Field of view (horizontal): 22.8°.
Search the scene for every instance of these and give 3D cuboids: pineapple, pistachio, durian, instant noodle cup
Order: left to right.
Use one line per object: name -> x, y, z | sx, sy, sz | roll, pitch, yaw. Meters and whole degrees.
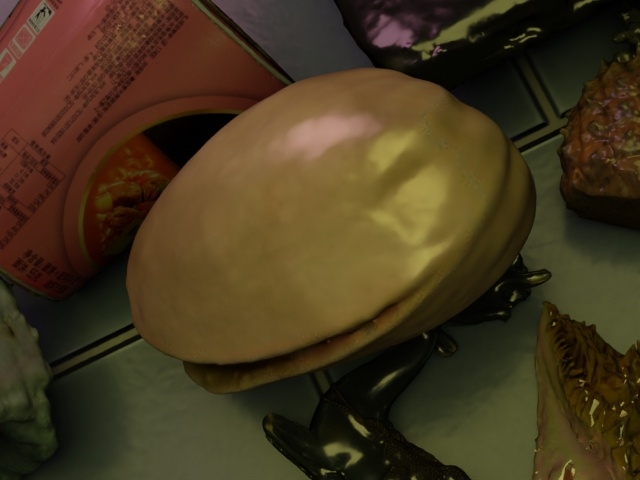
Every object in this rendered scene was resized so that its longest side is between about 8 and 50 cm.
instant noodle cup -> -0.173, -0.097, 1.203 | 0.244, 0.244, 0.255 | 44, 95, 17
pistachio -> 0.000, 0.000, 1.088 | 0.318, 0.193, 0.214 | -34, 36, 30
pineapple -> 0.251, -0.131, 1.178 | 0.128, 0.128, 0.248 | 10, 73, 12
durian -> 0.256, 0.192, 1.108 | 0.195, 0.185, 0.305 | 7, 67, -12

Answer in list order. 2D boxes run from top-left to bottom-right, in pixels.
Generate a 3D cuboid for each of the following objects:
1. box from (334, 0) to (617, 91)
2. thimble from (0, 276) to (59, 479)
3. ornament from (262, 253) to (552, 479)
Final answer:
box -> 0.142, -0.299, 1.206 | 0.350, 0.091, 0.359 | -28, 50, 4
thimble -> -0.316, 0.126, 1.161 | 0.250, 0.205, 0.172 | -32, 76, 3
ornament -> 0.100, 0.111, 1.160 | 0.202, 0.080, 0.236 | 37, 84, 20
